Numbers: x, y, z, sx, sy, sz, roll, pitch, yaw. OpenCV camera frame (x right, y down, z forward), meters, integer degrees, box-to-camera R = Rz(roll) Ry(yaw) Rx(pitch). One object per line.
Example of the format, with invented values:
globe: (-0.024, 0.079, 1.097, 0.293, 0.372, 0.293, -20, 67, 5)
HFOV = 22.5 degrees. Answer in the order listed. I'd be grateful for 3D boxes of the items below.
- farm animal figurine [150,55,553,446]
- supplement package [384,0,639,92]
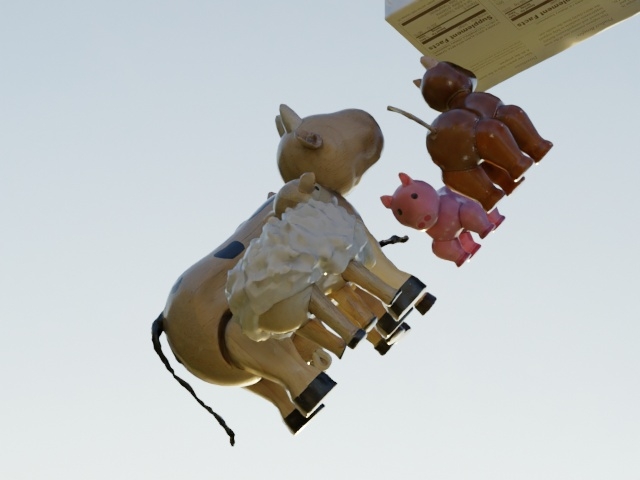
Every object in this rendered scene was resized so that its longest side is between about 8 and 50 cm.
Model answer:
farm animal figurine: (0.000, 0.000, 1.186, 0.172, 0.327, 0.330, 42, -34, 7)
supplement package: (0.204, -0.296, 1.516, 0.262, 0.204, 0.145, -25, -45, 31)
